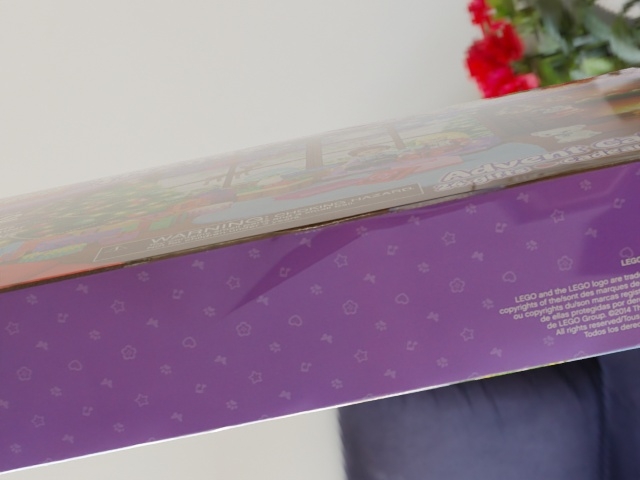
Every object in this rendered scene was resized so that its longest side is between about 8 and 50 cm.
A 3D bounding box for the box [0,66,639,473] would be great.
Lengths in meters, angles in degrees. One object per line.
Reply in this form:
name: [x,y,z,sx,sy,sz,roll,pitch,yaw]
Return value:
box: [0.000,0.000,0.426,0.201,0.293,0.057,-93,-8,-78]
